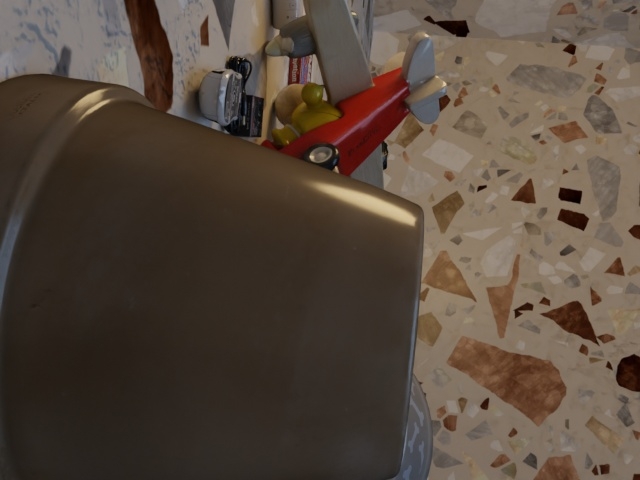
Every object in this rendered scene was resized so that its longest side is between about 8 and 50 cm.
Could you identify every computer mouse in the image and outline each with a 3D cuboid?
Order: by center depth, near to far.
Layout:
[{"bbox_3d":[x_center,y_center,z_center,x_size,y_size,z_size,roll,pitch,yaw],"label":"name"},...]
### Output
[{"bbox_3d":[-0.125,-0.188,0.814,0.193,0.042,0.106,-78,177,-78],"label":"computer mouse"}]

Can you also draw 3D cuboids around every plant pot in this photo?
[{"bbox_3d":[-0.074,0.052,0.462,0.323,0.280,0.323,5,90,-83],"label":"plant pot"}]

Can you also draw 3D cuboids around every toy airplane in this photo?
[{"bbox_3d":[0.038,-0.235,1.155,0.384,0.272,0.386,-3,116,-51],"label":"toy airplane"}]

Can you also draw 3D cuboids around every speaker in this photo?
[{"bbox_3d":[-0.056,-0.434,1.085,0.055,0.055,0.136,-74,167,-55],"label":"speaker"}]

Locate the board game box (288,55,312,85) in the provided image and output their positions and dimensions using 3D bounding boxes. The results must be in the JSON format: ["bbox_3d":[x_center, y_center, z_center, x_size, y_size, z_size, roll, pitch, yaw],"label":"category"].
[{"bbox_3d":[-0.047,-0.302,1.386,0.145,0.027,0.281,-59,154,-77],"label":"board game box"}]

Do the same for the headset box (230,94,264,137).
[{"bbox_3d":[-0.110,-0.187,0.954,0.083,0.032,0.062,-53,148,-79],"label":"headset box"}]

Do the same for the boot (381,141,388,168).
[{"bbox_3d":[0.079,-0.237,1.722,0.246,0.207,0.094,-54,149,-75],"label":"boot"}]

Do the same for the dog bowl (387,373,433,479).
[{"bbox_3d":[-0.019,0.274,0.918,0.102,0.349,0.349,56,39,-59],"label":"dog bowl"}]
